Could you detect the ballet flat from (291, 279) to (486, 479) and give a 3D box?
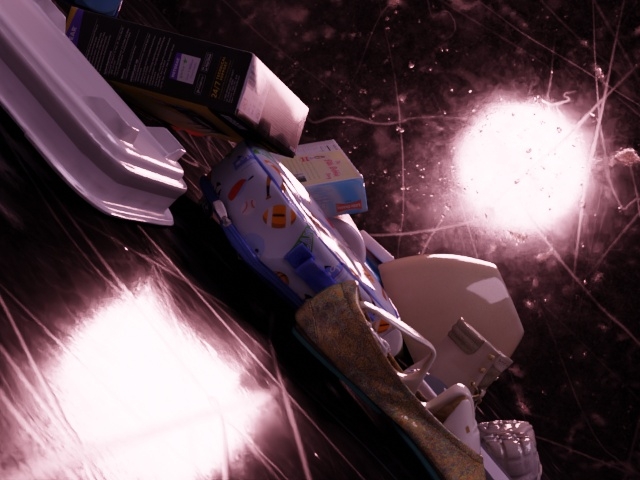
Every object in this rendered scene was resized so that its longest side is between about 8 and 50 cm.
[{"bbox_3d":[0.114,0.188,1.334,0.348,0.123,0.123,48,5,-7],"label":"ballet flat"}]

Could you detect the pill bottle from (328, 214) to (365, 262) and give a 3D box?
[{"bbox_3d":[0.000,0.000,1.775,0.121,0.121,0.216,47,5,-14],"label":"pill bottle"}]

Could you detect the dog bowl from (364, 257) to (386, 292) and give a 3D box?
[{"bbox_3d":[0.051,0.059,2.035,0.166,0.074,0.297,48,5,5],"label":"dog bowl"}]

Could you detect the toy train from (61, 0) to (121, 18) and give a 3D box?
[{"bbox_3d":[-0.361,-0.346,1.376,0.248,0.105,0.143,19,7,-18],"label":"toy train"}]

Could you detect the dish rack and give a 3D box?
[{"bbox_3d":[-0.260,-0.162,1.093,0.333,0.072,0.285,48,5,8],"label":"dish rack"}]

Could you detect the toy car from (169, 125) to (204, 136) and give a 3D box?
[{"bbox_3d":[-0.290,-0.274,1.793,0.239,0.053,0.225,44,6,-46],"label":"toy car"}]

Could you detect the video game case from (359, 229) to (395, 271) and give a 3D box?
[{"bbox_3d":[0.163,0.127,2.229,0.285,0.025,0.204,63,-6,-21],"label":"video game case"}]

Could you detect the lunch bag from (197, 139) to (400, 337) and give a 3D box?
[{"bbox_3d":[-0.030,0.016,1.445,0.303,0.115,0.243,45,7,-37],"label":"lunch bag"}]

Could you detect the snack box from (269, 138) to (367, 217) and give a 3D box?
[{"bbox_3d":[-0.043,-0.096,1.786,0.322,0.187,0.060,-114,-165,-73],"label":"snack box"}]

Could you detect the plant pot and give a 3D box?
[{"bbox_3d":[0.242,0.137,1.928,0.284,0.191,0.284,-23,90,-83],"label":"plant pot"}]

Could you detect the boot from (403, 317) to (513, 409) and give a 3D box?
[{"bbox_3d":[0.211,0.228,1.550,0.213,0.165,0.077,49,6,32],"label":"boot"}]

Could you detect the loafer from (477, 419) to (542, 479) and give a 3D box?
[{"bbox_3d":[0.299,0.356,1.783,0.319,0.112,0.111,2,83,-81],"label":"loafer"}]

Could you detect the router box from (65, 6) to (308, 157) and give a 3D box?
[{"bbox_3d":[-0.169,-0.198,1.446,0.243,0.081,0.309,16,-2,13],"label":"router box"}]

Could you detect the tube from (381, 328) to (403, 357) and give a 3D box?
[{"bbox_3d":[0.105,0.160,1.820,0.240,0.062,0.070,48,41,-83],"label":"tube"}]

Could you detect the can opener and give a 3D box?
[{"bbox_3d":[0.195,0.277,1.448,0.093,0.074,0.280,-21,63,-36],"label":"can opener"}]
